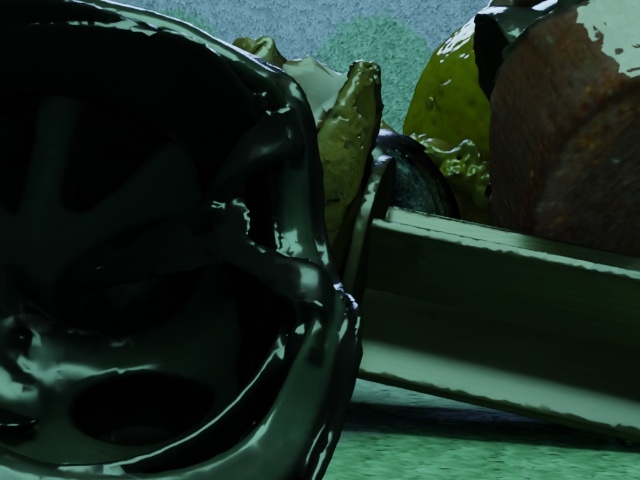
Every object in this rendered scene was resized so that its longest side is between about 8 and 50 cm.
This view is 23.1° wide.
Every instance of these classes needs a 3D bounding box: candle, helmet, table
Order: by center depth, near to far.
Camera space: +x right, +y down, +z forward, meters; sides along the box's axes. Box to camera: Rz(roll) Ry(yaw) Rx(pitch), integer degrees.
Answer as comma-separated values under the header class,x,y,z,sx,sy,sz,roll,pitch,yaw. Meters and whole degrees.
class,x,y,z,sx,sy,sz,roll,pitch,yaw
helmet,-0.118,0.043,0.635,0.225,0.177,0.305,16,47,-15
table,0.131,0.051,0.967,0.227,0.167,0.167,12,7,7
candle,0.234,-0.020,1.091,0.317,0.287,0.131,23,35,-36

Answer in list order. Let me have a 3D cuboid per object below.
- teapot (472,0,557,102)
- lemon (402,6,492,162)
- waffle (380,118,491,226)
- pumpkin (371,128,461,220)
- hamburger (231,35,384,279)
class,x,y,z,sx,sy,sz,roll,pitch,yaw
teapot,0.310,-0.164,1.328,0.362,0.305,0.376,-22,35,-4
lemon,0.244,-0.101,1.620,0.336,0.336,0.336,2,6,0
waffle,0.089,-0.031,1.381,0.253,0.249,0.056,5,47,49
pumpkin,0.000,0.000,1.247,0.233,0.163,0.233,-8,0,0
hamburger,-0.041,0.007,0.988,0.124,0.262,0.131,13,44,7
